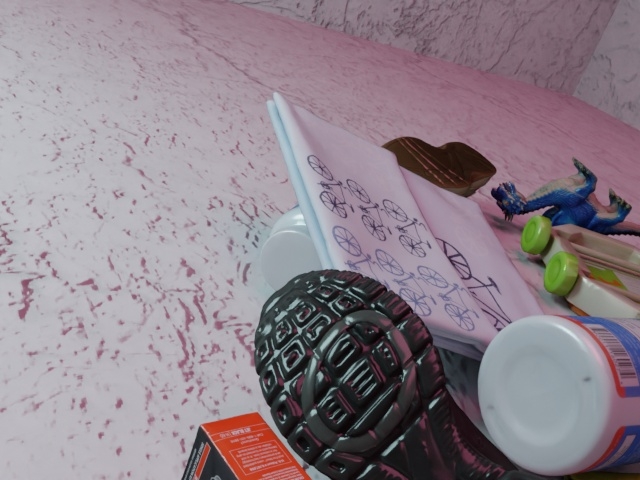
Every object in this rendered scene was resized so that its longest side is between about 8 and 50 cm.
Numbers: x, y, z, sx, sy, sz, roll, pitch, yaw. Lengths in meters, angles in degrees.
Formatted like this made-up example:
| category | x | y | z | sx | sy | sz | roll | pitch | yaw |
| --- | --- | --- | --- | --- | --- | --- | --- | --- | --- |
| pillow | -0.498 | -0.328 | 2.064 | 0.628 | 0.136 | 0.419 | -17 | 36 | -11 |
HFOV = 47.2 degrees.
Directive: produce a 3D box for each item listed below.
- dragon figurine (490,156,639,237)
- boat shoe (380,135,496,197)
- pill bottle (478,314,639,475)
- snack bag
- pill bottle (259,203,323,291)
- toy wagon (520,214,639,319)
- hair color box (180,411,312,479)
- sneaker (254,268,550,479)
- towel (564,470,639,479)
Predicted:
| category | x | y | z | sx | sy | sz | roll | pitch | yaw |
| --- | --- | --- | --- | --- | --- | --- | --- | --- | --- |
| dragon figurine | 0.401 | -0.029 | 1.148 | 0.289 | 0.144 | 0.085 | 36 | 18 | -13 |
| boat shoe | 0.152 | -0.079 | 1.040 | 0.109 | 0.098 | 0.302 | 45 | 28 | 19 |
| pill bottle | 0.250 | 0.127 | 0.624 | 0.222 | 0.124 | 0.124 | 8 | 26 | -37 |
| snack bag | 0.113 | 0.003 | 0.747 | 0.343 | 0.037 | 0.323 | 23 | 30 | -32 |
| pill bottle | 0.000 | 0.000 | 0.744 | 0.087 | 0.087 | 0.160 | 26 | 24 | 11 |
| toy wagon | 0.414 | 0.075 | 0.956 | 0.267 | 0.068 | 0.344 | 18 | 24 | -7 |
| hair color box | -0.022 | 0.165 | 0.383 | 0.043 | 0.072 | 0.141 | -2 | 31 | -43 |
| sneaker | 0.059 | 0.139 | 0.445 | 0.109 | 0.130 | 0.286 | -35 | 63 | -10 |
| towel | 0.317 | 0.230 | 0.598 | 0.237 | 0.021 | 0.102 | 10 | 20 | -22 |
